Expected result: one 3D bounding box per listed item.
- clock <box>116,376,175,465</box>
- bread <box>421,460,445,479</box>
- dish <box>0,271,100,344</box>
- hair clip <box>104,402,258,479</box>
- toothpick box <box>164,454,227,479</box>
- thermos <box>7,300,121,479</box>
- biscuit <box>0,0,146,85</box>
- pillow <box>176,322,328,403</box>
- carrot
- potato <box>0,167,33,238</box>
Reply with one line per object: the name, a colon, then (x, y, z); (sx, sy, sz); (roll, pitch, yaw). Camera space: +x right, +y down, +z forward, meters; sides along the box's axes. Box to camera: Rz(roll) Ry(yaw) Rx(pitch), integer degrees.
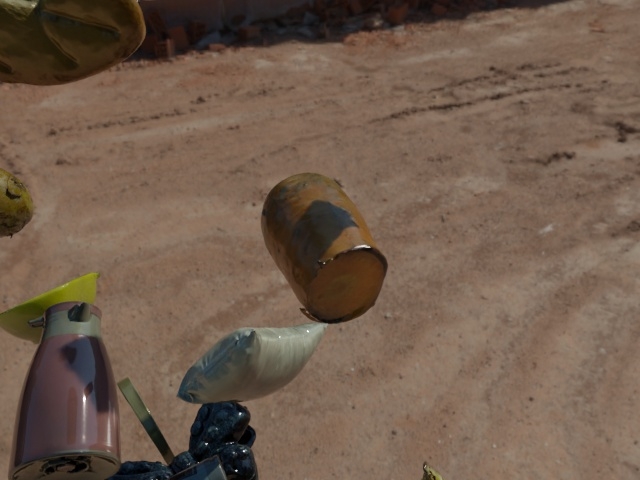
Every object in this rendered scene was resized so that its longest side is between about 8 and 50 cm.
clock: (-0.376, 0.406, 1.280); (0.029, 0.235, 0.235); (-30, 44, -23)
bread: (0.151, 0.333, 0.661); (0.140, 0.169, 0.160); (48, 41, 14)
dish: (-0.652, 0.176, 1.443); (0.221, 0.109, 0.262); (-23, 5, 13)
hair clip: (-0.241, 0.449, 1.100); (0.310, 0.195, 0.206); (-33, 58, -23)
toothpick box: (-0.182, 0.359, 0.863); (0.083, 0.052, 0.052); (-22, 40, -14)
thermos: (-0.389, 0.229, 0.896); (0.145, 0.176, 0.265); (15, 44, -35)
biscuit: (-0.405, -0.298, 0.844); (0.298, 0.154, 0.045); (-16, 39, -9)
pillow: (-0.083, 0.170, 0.840); (0.078, 0.144, 0.254); (45, 11, 22)
carrot: (0.000, 0.000, 1.261); (0.224, 0.224, 0.341); (-12, 36, -19)
potato: (-0.599, -0.068, 1.022); (0.175, 0.137, 0.137); (6, 24, -44)
